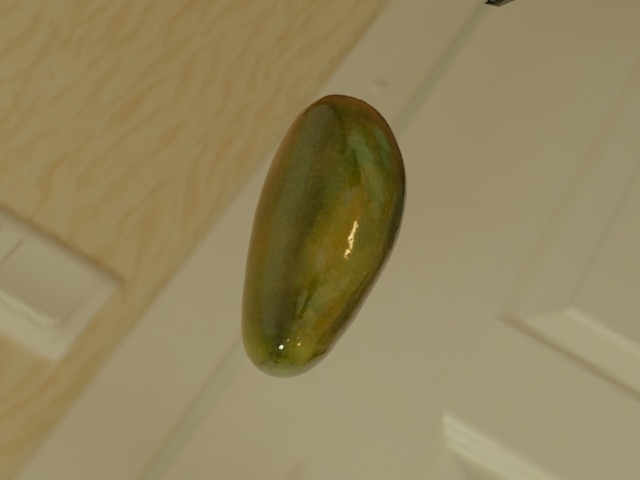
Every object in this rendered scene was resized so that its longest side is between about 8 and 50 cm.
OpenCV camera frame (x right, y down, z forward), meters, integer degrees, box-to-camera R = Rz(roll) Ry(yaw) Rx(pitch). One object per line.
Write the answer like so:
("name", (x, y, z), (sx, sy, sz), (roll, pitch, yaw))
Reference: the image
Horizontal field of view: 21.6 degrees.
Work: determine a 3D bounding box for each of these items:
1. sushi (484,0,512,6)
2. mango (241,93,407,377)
("sushi", (0.193, -0.288, 1.245), (0.273, 0.109, 0.134), (-23, 76, 38))
("mango", (-0.003, 0.000, 1.516), (0.129, 0.289, 0.146), (34, 154, -25))
